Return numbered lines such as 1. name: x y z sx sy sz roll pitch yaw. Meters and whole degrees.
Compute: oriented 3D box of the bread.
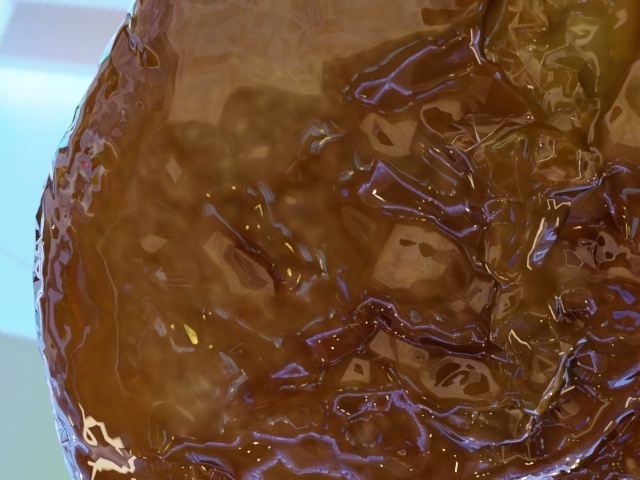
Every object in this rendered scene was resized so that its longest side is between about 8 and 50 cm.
1. bread: 0.053 -0.045 0.458 0.340 0.179 0.194 -29 -163 20
